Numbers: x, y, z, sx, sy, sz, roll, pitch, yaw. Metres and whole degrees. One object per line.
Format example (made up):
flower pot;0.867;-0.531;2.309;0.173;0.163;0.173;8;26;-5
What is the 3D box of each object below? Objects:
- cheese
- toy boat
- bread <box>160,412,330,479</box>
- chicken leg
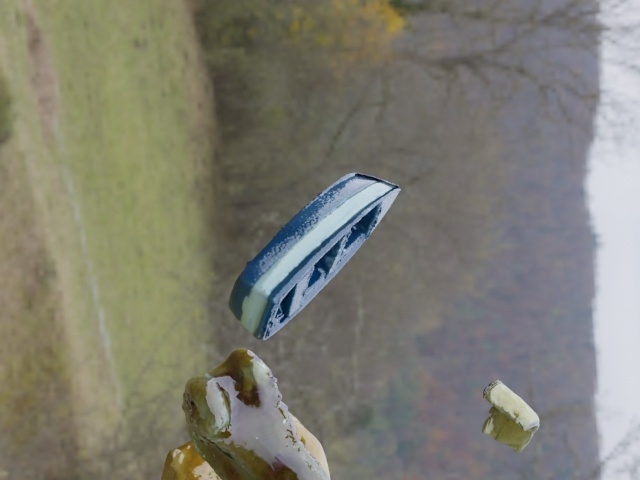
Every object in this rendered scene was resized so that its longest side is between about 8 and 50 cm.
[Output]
cheese;0.193;0.180;1.418;0.041;0.060;0.084;-43;155;-25
toy boat;0.000;0.000;1.572;0.299;0.062;0.096;-43;160;-44
bread;-0.087;0.308;1.421;0.132;0.167;0.294;40;-38;26
chicken leg;0.004;0.264;1.064;0.361;0.140;0.211;55;-42;9
